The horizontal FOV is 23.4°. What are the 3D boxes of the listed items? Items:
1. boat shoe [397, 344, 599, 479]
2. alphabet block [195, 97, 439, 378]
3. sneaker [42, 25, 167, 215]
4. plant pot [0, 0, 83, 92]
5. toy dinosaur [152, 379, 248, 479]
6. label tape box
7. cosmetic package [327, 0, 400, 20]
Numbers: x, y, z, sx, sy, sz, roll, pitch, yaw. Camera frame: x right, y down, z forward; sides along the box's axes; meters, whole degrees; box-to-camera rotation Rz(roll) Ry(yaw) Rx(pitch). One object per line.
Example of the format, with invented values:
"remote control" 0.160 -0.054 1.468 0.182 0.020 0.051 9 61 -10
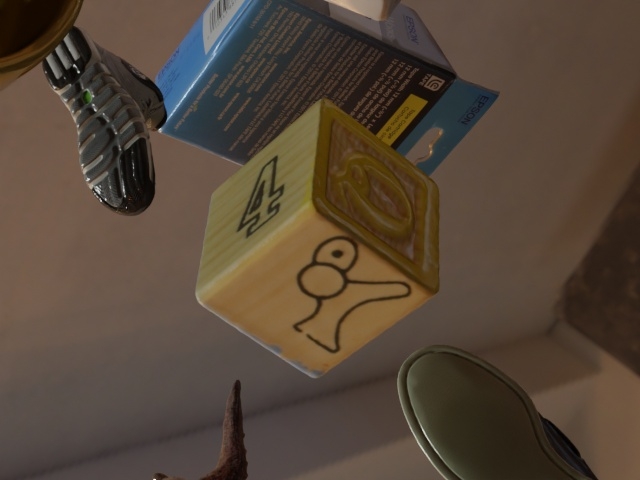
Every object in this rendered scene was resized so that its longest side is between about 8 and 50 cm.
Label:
"boat shoe" 0.212 0.247 1.598 0.127 0.340 0.113 -46 -25 -14
"alphabet block" 0.000 0.000 1.711 0.192 0.193 0.197 35 -55 -27
"sneaker" -0.192 -0.117 1.594 0.086 0.229 0.132 -36 -27 23
"plant pot" -0.324 -0.177 1.035 0.239 0.254 0.254 -26 -4 43
"toy dinosaur" -0.130 0.242 1.175 0.296 0.127 0.200 -51 -15 -7
"label tape box" 0.006 -0.189 1.903 0.347 0.115 0.249 20 -50 -28
"cosmetic package" 0.094 -0.443 1.615 0.453 0.161 0.230 -58 -14 -49
